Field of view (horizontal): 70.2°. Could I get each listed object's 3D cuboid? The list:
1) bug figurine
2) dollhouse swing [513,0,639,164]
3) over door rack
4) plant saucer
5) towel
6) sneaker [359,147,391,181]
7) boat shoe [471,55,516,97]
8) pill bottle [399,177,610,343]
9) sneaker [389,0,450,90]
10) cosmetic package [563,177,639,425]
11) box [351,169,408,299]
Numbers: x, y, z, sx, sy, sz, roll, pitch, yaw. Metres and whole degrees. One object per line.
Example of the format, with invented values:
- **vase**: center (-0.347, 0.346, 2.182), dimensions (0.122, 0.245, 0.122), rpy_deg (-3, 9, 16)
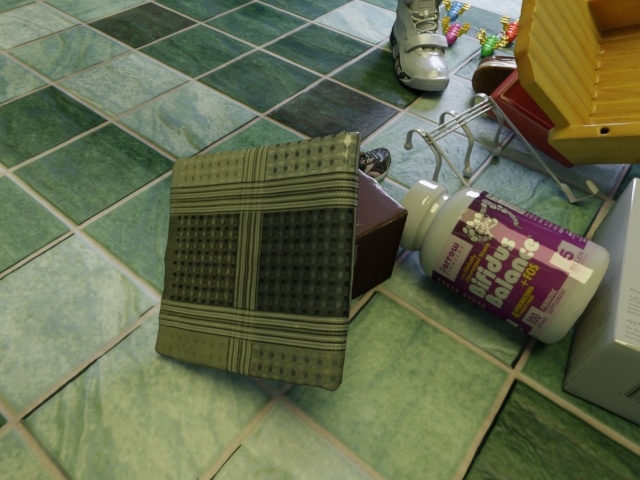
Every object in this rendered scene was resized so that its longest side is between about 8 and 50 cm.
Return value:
- **bug figurine**: center (0.485, -0.652, 1.404), dimensions (0.279, 0.072, 0.216), rpy_deg (28, 59, 15)
- **dollhouse swing**: center (0.563, -0.365, 0.836), dimensions (0.315, 0.305, 0.346), rpy_deg (5, 73, 35)
- **over door rack**: center (0.354, -0.138, 0.932), dimensions (0.240, 0.108, 0.324), rpy_deg (-33, 72, -27)
- **plant saucer**: center (0.554, -0.338, 1.042), dimensions (0.259, 0.048, 0.258), rpy_deg (-46, 69, 0)
- **towel**: center (-0.095, 0.021, 0.619), dimensions (0.324, 0.056, 0.312), rpy_deg (1, 84, 33)
- **sneaker**: center (0.083, -0.154, 0.937), dimensions (0.072, 0.077, 0.178), rpy_deg (38, 56, 26)
- **boat shoe**: center (0.572, -0.414, 1.169), dimensions (0.342, 0.123, 0.123), rpy_deg (14, 50, 18)
- **pill bottle**: center (0.269, 0.018, 0.732), dimensions (0.302, 0.169, 0.169), rpy_deg (31, 54, 23)
- **sneaker**: center (0.273, -0.569, 1.227), dimensions (0.138, 0.210, 0.365), rpy_deg (-3, 49, -5)
- **cosmetic package**: center (0.525, 0.089, 0.692), dimensions (0.197, 0.155, 0.365), rpy_deg (25, 51, 17)
- **box**: center (0.000, 0.000, 0.735), dimensions (0.203, 0.167, 0.168), rpy_deg (-26, 54, -24)
